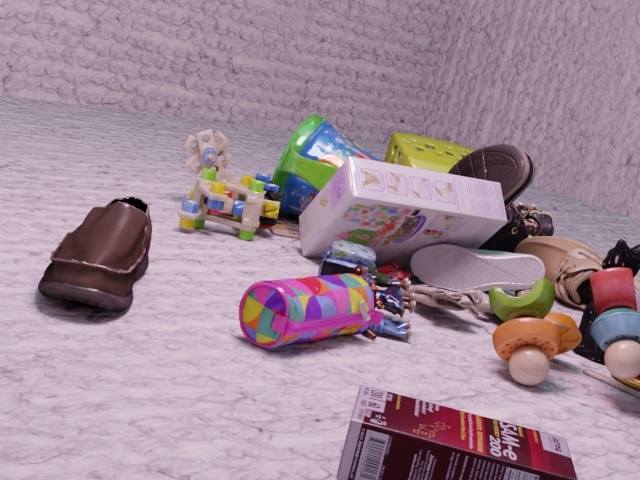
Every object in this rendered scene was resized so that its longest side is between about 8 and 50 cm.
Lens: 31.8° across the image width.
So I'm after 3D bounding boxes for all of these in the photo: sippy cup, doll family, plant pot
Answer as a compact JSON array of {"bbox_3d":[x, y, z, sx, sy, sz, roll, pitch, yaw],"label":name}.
[{"bbox_3d":[0.037,-0.125,2.465,0.224,0.240,0.305,26,39,12],"label":"sippy cup"},{"bbox_3d":[0.087,0.099,1.798,0.111,0.076,0.193,16,14,-8],"label":"doll family"},{"bbox_3d":[0.259,-0.105,2.618,0.228,0.227,0.207,12,17,-8],"label":"plant pot"}]

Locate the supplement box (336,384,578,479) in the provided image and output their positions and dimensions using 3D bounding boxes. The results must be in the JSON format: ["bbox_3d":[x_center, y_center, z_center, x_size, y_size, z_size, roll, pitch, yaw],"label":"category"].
[{"bbox_3d":[0.145,0.234,1.208,0.239,0.073,0.130,15,11,4],"label":"supplement box"}]

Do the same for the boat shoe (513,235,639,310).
[{"bbox_3d":[0.528,0.076,2.274,0.341,0.122,0.110,23,14,35],"label":"boat shoe"}]

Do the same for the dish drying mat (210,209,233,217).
[{"bbox_3d":[-0.196,-0.051,2.371,0.083,0.008,0.032,17,13,23],"label":"dish drying mat"}]

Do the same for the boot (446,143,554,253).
[{"bbox_3d":[0.385,-0.062,2.395,0.284,0.377,0.138,12,54,-32],"label":"boot"}]

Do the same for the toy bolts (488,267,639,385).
[{"bbox_3d":[0.389,0.161,1.711,0.228,0.159,0.218,-13,-37,18],"label":"toy bolts"}]

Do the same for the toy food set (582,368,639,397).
[{"bbox_3d":[0.544,0.200,1.817,0.217,0.071,0.128,3,15,-39],"label":"toy food set"}]

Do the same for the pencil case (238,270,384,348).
[{"bbox_3d":[-0.012,0.099,1.631,0.104,0.104,0.236,21,15,36],"label":"pencil case"}]

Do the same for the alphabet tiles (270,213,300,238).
[{"bbox_3d":[-0.026,-0.027,2.443,0.198,0.009,0.237,10,12,-14],"label":"alphabet tiles"}]

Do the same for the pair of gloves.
[{"bbox_3d":[0.276,0.107,1.976,0.240,0.042,0.204,11,2,-12],"label":"pair of gloves"}]

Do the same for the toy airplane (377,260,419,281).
[{"bbox_3d":[0.113,0.059,2.130,0.151,0.028,0.151,12,10,-2],"label":"toy airplane"}]

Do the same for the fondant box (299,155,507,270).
[{"bbox_3d":[0.156,-0.040,2.166,0.330,0.096,0.238,7,-31,-24],"label":"fondant box"}]

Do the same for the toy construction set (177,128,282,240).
[{"bbox_3d":[-0.192,-0.102,2.287,0.215,0.151,0.328,8,27,-15],"label":"toy construction set"}]

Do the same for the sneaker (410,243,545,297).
[{"bbox_3d":[0.306,0.066,2.199,0.255,0.094,0.151,5,-7,9],"label":"sneaker"}]

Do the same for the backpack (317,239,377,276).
[{"bbox_3d":[0.051,0.046,1.982,0.105,0.084,0.114,14,9,-4],"label":"backpack"}]

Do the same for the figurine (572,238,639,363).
[{"bbox_3d":[0.543,0.100,1.949,0.214,0.210,0.092,2,16,-45],"label":"figurine"}]

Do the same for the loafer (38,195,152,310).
[{"bbox_3d":[-0.322,0.005,1.649,0.133,0.130,0.366,12,11,-5],"label":"loafer"}]
